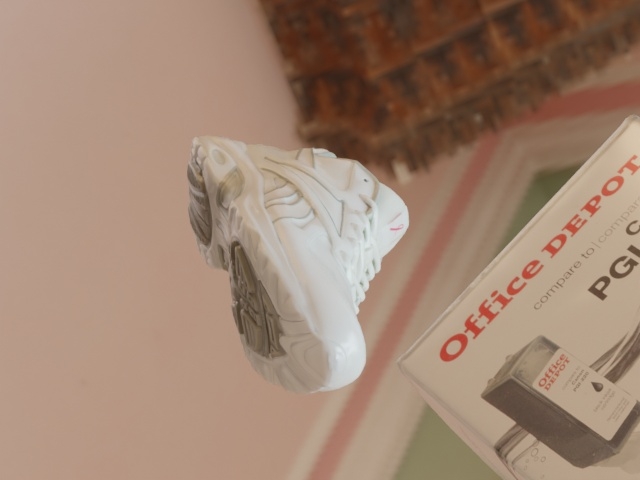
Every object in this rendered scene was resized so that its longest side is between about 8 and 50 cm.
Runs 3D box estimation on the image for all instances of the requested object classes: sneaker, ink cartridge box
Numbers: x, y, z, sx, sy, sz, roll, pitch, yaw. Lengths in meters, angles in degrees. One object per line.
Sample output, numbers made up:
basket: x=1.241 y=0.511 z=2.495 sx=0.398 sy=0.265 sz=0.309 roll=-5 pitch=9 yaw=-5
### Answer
sneaker: x=0.000 y=0.000 z=1.092 sx=0.115 sy=0.090 sz=0.232 roll=-8 pitch=-148 yaw=-13
ink cartridge box: x=0.155 y=0.062 z=0.797 sx=0.158 sy=0.092 sz=0.218 roll=-46 pitch=-145 yaw=-4
